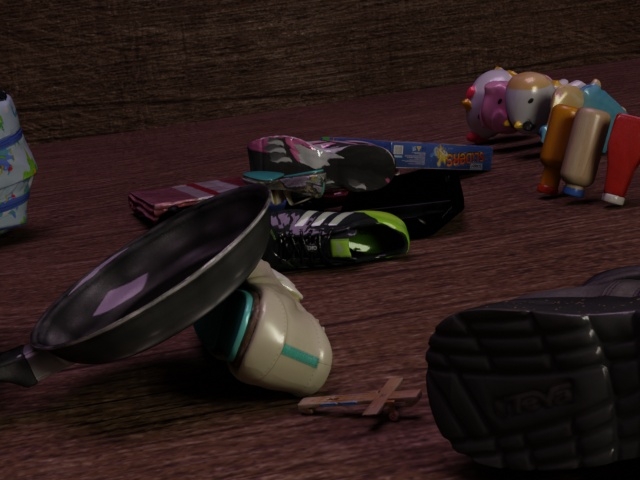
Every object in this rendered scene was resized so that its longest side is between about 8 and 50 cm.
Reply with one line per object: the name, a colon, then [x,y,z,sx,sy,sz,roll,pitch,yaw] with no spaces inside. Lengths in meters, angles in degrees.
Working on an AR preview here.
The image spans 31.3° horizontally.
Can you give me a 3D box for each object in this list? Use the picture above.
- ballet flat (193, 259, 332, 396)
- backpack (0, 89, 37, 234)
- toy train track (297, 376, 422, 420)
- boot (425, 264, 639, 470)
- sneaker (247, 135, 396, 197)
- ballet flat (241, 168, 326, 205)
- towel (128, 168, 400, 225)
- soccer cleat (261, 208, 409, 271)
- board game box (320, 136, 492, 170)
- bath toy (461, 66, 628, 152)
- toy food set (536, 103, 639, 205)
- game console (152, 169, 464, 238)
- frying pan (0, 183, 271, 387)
ballet flat: [-0.045,0.059,0.852,0.086,0.086,0.248,-10,13,-11]
backpack: [-0.549,-0.082,1.473,0.355,0.273,0.290,-40,24,-27]
toy train track: [0.025,0.104,0.716,0.083,0.014,0.048,-8,17,28]
boot: [0.243,0.055,0.586,0.338,0.118,0.223,8,14,40]
sneaker: [0.005,-0.085,1.318,0.178,0.072,0.077,8,11,15]
ballet flat: [-0.041,-0.058,1.263,0.114,0.041,0.041,1,15,38]
towel: [-0.082,-0.064,1.539,0.329,0.037,0.237,-9,10,-15]
soccer cleat: [0.000,0.000,1.118,0.179,0.060,0.072,-6,13,-8]
board game box: [0.117,-0.118,1.548,0.201,0.035,0.136,-2,8,-42]
bath toy: [0.305,-0.192,1.711,0.129,0.151,0.348,-52,19,-2]
toy food set: [0.352,-0.079,1.261,0.232,0.104,0.111,16,6,20]
game console: [-0.017,-0.030,1.309,0.361,0.044,0.213,-7,12,7]
frying pan: [-0.157,0.062,0.773,0.326,0.053,0.197,-41,19,-27]
